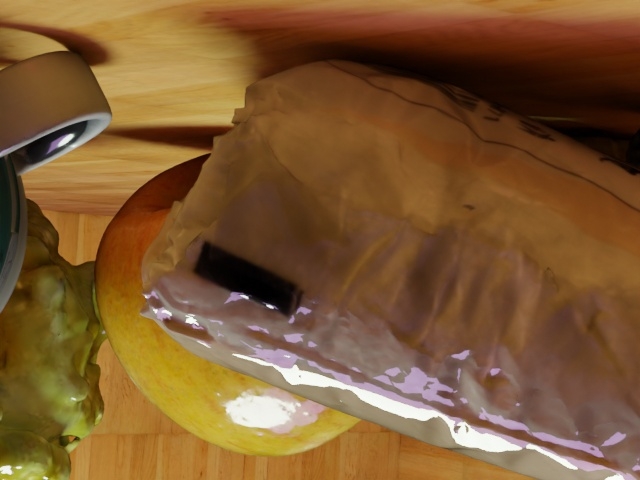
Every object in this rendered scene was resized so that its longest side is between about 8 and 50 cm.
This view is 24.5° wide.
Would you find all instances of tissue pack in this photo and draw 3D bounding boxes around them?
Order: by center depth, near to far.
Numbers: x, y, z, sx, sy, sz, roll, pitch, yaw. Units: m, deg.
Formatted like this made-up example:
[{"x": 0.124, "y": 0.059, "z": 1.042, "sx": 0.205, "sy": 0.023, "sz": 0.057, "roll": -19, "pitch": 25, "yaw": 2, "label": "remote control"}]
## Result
[{"x": 0.100, "y": 0.015, "z": 0.907, "sx": 0.390, "sy": 0.195, "sz": 0.375, "roll": 22, "pitch": -172, "yaw": 9, "label": "tissue pack"}]

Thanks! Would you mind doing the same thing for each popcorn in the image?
[{"x": -0.325, "y": 0.113, "z": 1.395, "sx": 0.274, "sy": 0.279, "sz": 0.335, "roll": -24, "pitch": -179, "yaw": 11, "label": "popcorn"}]

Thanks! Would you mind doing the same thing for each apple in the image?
[{"x": -0.053, "y": 0.042, "z": 1.365, "sx": 0.275, "sy": 0.299, "sz": 0.299, "roll": 49, "pitch": 164, "yaw": -14, "label": "apple"}]

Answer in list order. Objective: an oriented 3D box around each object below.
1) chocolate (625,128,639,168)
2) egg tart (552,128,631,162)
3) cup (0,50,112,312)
[{"x": 0.250, "y": -0.050, "z": 0.929, "sx": 0.072, "sy": 0.072, "sz": 0.167, "roll": 4, "pitch": 180, "yaw": -19, "label": "chocolate"}, {"x": 0.211, "y": -0.036, "z": 1.154, "sx": 0.212, "sy": 0.090, "sz": 0.212, "roll": 5, "pitch": 176, "yaw": 0, "label": "egg tart"}, {"x": -0.262, "y": -0.030, "z": 0.880, "sx": 0.290, "sy": 0.219, "sz": 0.257, "roll": -26, "pitch": -178, "yaw": -8, "label": "cup"}]
